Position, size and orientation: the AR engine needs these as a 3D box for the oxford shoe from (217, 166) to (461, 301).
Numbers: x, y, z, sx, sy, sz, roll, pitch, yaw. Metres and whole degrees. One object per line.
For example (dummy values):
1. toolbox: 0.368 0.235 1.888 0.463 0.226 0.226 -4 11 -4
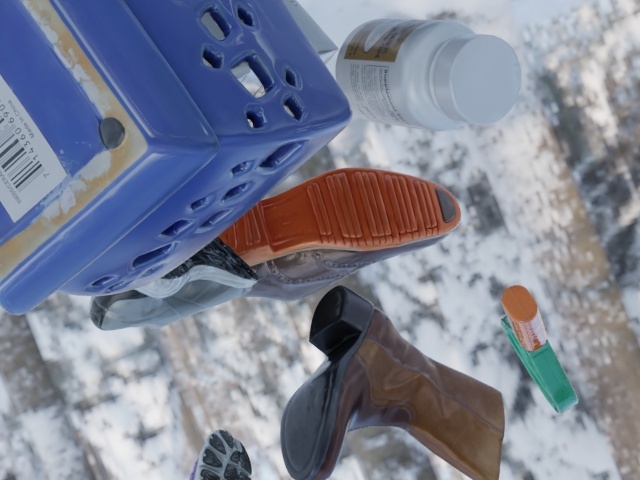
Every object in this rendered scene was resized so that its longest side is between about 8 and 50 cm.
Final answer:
1. oxford shoe: 0.000 0.000 1.737 0.363 0.130 0.133 -7 140 -1

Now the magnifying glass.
1. magnifying glass: 0.164 0.080 1.047 0.026 0.092 0.231 -31 158 0

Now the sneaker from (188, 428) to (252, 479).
1. sneaker: -0.123 0.264 1.332 0.071 0.068 0.170 -19 -140 42

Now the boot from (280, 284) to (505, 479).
1. boot: 0.093 0.222 1.570 0.096 0.280 0.264 -38 -153 34

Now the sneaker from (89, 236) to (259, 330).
1. sneaker: -0.169 0.047 1.536 0.108 0.100 0.271 -56 157 19

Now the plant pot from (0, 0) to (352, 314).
1. plant pot: -0.156 -0.096 0.904 0.236 0.236 0.212 -36 177 27

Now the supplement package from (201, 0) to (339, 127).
1. supplement package: -0.149 -0.220 1.616 0.175 0.177 0.293 -47 168 30

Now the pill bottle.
1. pill bottle: 0.128 -0.198 1.605 0.131 0.131 0.229 -22 -160 -26
